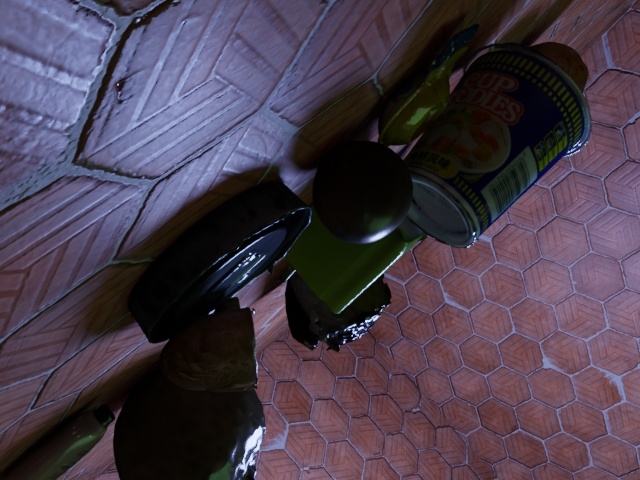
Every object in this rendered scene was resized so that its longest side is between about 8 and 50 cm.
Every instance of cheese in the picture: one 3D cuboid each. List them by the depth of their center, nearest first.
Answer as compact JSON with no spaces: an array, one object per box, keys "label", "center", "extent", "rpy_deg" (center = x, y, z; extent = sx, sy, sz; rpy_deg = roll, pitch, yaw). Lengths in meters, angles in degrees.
[{"label":"cheese","center":[0.174,-0.243,1.032],"extent":[0.177,0.069,0.270],"rpy_deg":[-35,168,-38]}]

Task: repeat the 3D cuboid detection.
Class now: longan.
[{"label":"longan","center":[0.070,-0.081,1.035],"extent":[0.167,0.167,0.187],"rpy_deg":[128,-21,-53]},{"label":"longan","center":[-0.317,0.488,1.540],"extent":[0.391,0.391,0.391],"rpy_deg":[-40,172,-7]}]

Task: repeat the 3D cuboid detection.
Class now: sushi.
[{"label":"sushi","center":[0.037,0.167,1.822],"extent":[0.299,0.281,0.294],"rpy_deg":[-32,170,-14]}]

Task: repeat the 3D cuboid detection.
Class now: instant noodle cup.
[{"label":"instant noodle cup","center":[0.298,-0.159,1.165],"extent":[0.312,0.284,0.284],"rpy_deg":[-47,174,-17]}]

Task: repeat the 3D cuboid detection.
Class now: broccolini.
[{"label":"broccolini","center":[-0.006,0.005,1.542],"extent":[0.271,0.062,0.123],"rpy_deg":[-45,158,-11]}]

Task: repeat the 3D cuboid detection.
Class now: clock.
[{"label":"clock","center":[-0.154,0.036,0.982],"extent":[0.325,0.067,0.325],"rpy_deg":[-40,172,-7]}]

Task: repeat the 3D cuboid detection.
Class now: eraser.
[{"label":"eraser","center":[0.060,-0.004,1.294],"extent":[0.274,0.210,0.092],"rpy_deg":[-45,171,36]}]

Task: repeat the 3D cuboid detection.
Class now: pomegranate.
[{"label":"pomegranate","center":[0.564,-0.391,1.568],"extent":[0.215,0.215,0.215],"rpy_deg":[-40,172,-7]}]

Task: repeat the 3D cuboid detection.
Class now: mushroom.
[{"label":"mushroom","center":[-0.189,0.184,1.032],"extent":[0.151,0.156,0.285],"rpy_deg":[-7,162,-17]}]

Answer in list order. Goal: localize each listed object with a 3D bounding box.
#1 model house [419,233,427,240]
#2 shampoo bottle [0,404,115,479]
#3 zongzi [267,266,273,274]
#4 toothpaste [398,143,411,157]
[{"label":"model house","center":[0.166,-0.071,1.684],"extent":[0.194,0.170,0.211],"rpy_deg":[-21,-168,-17]},{"label":"shampoo bottle","center":[-0.537,0.437,1.284],"extent":[0.257,0.078,0.127],"rpy_deg":[-38,167,-9]},{"label":"zongzi","center":[-0.100,0.027,1.178],"extent":[0.067,0.073,0.083],"rpy_deg":[-24,-176,39]},{"label":"toothpaste","center":[0.198,-0.211,1.523],"extent":[0.083,0.015,0.024],"rpy_deg":[-49,178,18]}]
